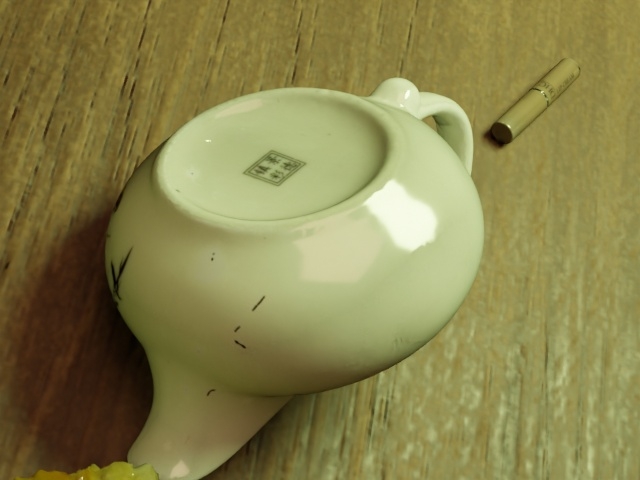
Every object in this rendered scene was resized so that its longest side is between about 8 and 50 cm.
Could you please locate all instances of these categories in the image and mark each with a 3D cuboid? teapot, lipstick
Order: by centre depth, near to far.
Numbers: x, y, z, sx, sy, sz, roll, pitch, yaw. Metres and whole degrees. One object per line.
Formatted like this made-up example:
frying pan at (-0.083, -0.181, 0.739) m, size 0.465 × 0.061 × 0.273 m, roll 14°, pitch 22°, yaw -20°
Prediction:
teapot at (0.000, 0.000, 0.863) m, size 0.208 × 0.166 × 0.300 m, roll 12°, pitch 30°, yaw 41°
lipstick at (0.151, -0.098, 1.058) m, size 0.019 × 0.019 × 0.094 m, roll 40°, pitch 53°, yaw 9°

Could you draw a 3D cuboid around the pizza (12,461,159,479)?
pizza at (-0.180, 0.225, 0.679) m, size 0.268 × 0.087 × 0.258 m, roll -1°, pitch 60°, yaw -24°
